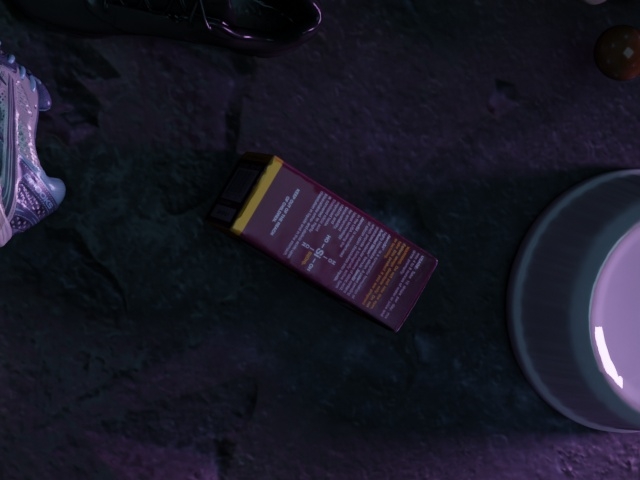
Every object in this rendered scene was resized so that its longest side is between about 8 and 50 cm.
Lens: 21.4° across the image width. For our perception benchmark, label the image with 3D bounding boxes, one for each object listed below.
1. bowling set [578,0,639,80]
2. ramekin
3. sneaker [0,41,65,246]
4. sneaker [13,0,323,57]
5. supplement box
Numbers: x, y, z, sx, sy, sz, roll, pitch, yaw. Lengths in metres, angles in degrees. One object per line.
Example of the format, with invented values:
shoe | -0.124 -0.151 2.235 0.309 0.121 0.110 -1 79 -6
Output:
bowling set | 0.273 -0.268 1.622 0.287 0.154 0.200 11 110 -19
ramekin | 0.328 0.065 1.658 0.273 0.127 0.273 -2 96 -17
sneaker | -0.308 -0.134 1.472 0.122 0.110 0.283 -24 105 -32
sneaker | -0.130 -0.223 1.490 0.286 0.130 0.109 3 96 -16
supplement box | 0.000 0.000 1.562 0.188 0.104 0.081 32 86 -17
